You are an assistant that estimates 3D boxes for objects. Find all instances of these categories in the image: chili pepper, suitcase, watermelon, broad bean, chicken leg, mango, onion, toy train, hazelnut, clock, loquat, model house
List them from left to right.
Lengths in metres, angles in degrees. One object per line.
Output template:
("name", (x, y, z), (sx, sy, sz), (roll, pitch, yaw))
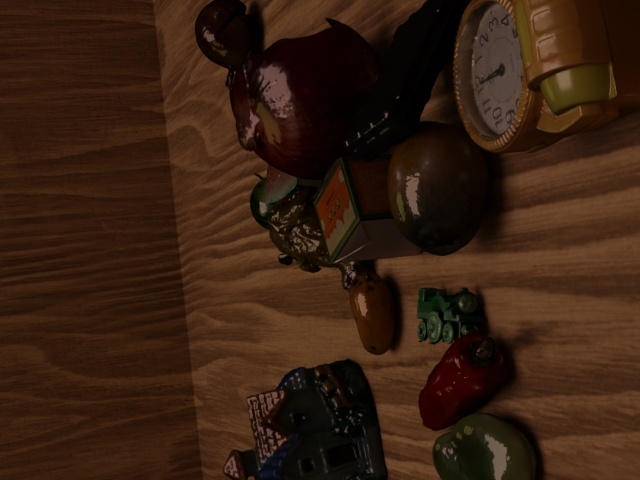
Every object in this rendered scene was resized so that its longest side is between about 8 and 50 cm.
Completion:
("hazelnut", (-0.253, -0.567, 2.666), (0.204, 0.178, 0.178), (52, 156, -2))
("watermelon", (-0.115, -0.107, 2.452), (0.187, 0.140, 0.141), (-115, 29, -45))
("watermelon", (-0.073, -0.203, 2.352), (0.154, 0.094, 0.241), (-26, 59, 44))
("model house", (-0.063, 0.443, 2.196), (0.251, 0.329, 0.295), (150, 112, -70))
("onion", (-0.017, -0.276, 1.967), (0.341, 0.341, 0.341), (175, 90, -68))
("chicken leg", (-0.001, -0.015, 2.205), (0.361, 0.140, 0.212), (14, 130, 57))
("mango", (0.111, 0.155, 2.011), (0.115, 0.090, 0.178), (180, 82, -80))
("suitcase", (0.148, -0.286, 1.664), (0.286, 0.066, 0.206), (-65, 13, -19))
("loquat", (0.199, -0.088, 1.627), (0.179, 0.179, 0.228), (180, 91, -68))
("toy train", (0.232, 0.137, 1.735), (0.178, 0.071, 0.105), (171, 104, -70))
("chili pepper", (0.244, 0.252, 1.682), (0.387, 0.110, 0.110), (112, 146, -54))
("broad bean", (0.278, 0.380, 1.636), (0.169, 0.100, 0.228), (69, 153, 19))
("clock", (0.305, -0.243, 1.289), (0.317, 0.200, 0.244), (150, 116, -67))

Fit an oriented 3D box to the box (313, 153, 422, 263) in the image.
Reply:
("box", (0.113, -0.065, 1.807), (0.177, 0.194, 0.148), (122, 137, -58))
